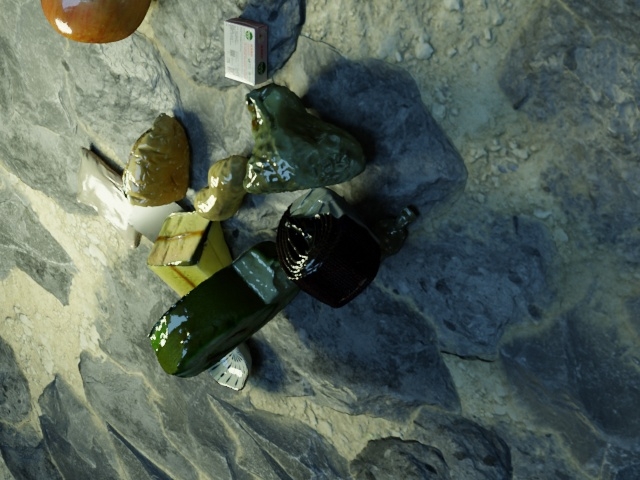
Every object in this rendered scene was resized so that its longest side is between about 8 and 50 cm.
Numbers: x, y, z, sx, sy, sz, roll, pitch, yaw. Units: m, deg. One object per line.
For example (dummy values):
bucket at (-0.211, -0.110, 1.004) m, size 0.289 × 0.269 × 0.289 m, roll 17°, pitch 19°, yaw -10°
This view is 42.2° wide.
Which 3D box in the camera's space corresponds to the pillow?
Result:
pillow at (-0.573, -0.117, 2.246) m, size 0.270 × 0.067 × 0.173 m, roll 36°, pitch 126°, yaw 20°

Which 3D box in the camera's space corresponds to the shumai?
shumai at (-0.046, -0.205, 1.645) m, size 0.260 × 0.225 × 0.222 m, roll 2°, pitch 101°, yaw 33°

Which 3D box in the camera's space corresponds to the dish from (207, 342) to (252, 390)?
dish at (-0.238, 0.299, 2.185) m, size 0.190 × 0.066 × 0.191 m, roll 22°, pitch 127°, yaw 32°

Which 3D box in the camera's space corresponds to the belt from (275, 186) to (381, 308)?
belt at (0.000, 0.000, 1.669) m, size 0.164 × 0.289 × 0.184 m, roll 36°, pitch 102°, yaw -26°

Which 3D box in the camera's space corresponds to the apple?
apple at (-0.487, -0.563, 1.805) m, size 0.242 × 0.242 × 0.241 m, roll 41°, pitch 127°, yaw 16°

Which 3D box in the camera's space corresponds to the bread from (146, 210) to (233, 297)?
bread at (-0.289, 0.060, 2.101) m, size 0.167 × 0.163 × 0.264 m, roll -3°, pitch 145°, yaw 29°

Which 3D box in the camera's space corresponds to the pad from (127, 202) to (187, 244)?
pad at (-0.373, -0.022, 2.132) m, size 0.265 × 0.009 × 0.159 m, roll 37°, pitch 128°, yaw 6°

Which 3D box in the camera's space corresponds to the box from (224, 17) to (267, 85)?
box at (-0.157, -0.398, 1.746) m, size 0.089 × 0.043 × 0.125 m, roll 24°, pitch 126°, yaw 30°

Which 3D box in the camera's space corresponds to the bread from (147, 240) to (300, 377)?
bread at (-0.203, 0.159, 1.863) m, size 0.129 × 0.366 × 0.382 m, roll 49°, pitch 119°, yaw 11°

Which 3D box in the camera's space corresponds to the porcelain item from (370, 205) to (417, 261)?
porcelain item at (0.127, 0.003, 1.713) m, size 0.081 × 0.069 × 0.215 m, roll 55°, pitch 131°, yaw 9°

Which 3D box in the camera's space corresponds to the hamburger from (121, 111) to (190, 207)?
hamburger at (-0.390, -0.187, 1.998) m, size 0.135 × 0.155 × 0.208 m, roll 35°, pitch 124°, yaw 16°

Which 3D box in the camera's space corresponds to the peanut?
peanut at (-0.225, -0.116, 1.925) m, size 0.229 × 0.098 × 0.103 m, roll -50°, pitch 36°, yaw 44°
